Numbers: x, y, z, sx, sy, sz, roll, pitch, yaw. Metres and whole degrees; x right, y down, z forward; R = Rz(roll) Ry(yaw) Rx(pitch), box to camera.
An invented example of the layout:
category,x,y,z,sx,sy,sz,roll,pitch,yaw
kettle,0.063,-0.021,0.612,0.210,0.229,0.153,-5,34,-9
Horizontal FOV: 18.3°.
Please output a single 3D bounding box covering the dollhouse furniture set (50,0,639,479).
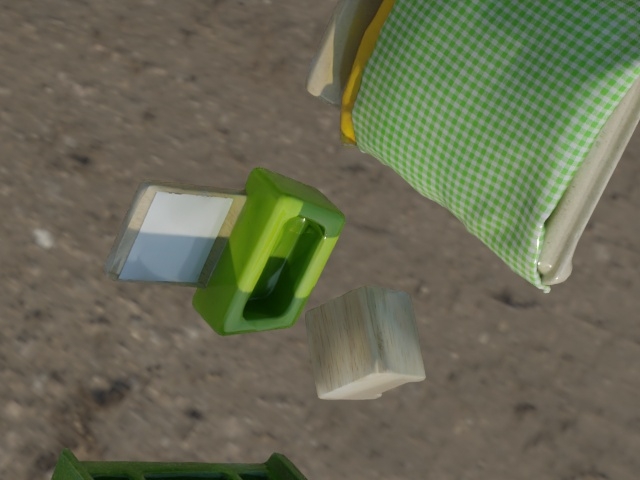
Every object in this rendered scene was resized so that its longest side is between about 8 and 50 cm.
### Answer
category,x,y,z,sx,sy,sz,roll,pitch,yaw
dollhouse furniture set,0.000,0.000,0.392,0.059,0.076,0.151,6,118,-42
